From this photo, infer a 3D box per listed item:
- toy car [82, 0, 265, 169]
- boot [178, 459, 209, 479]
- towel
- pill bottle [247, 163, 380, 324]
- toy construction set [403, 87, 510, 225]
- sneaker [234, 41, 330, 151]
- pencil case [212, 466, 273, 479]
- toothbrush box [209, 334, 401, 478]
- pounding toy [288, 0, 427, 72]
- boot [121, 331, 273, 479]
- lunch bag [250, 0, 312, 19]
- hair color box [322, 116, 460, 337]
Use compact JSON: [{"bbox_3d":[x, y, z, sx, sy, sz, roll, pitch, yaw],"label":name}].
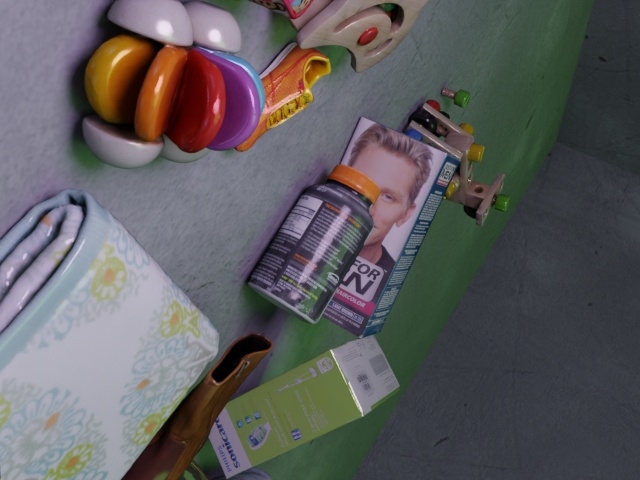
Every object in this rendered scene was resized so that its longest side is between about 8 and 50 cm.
[{"bbox_3d":[-0.122,-0.137,0.645,0.182,0.136,0.159,-19,133,-60],"label":"toy car"},{"bbox_3d":[-0.213,0.459,1.113,0.106,0.082,0.219,-91,168,-73],"label":"boot"},{"bbox_3d":[-0.284,0.171,0.696,0.374,0.090,0.320,-52,153,-17],"label":"towel"},{"bbox_3d":[0.000,0.000,1.100,0.245,0.130,0.130,-58,158,-10],"label":"pill bottle"},{"bbox_3d":[0.266,-0.131,1.402,0.309,0.237,0.257,-35,146,-49],"label":"toy construction set"},{"bbox_3d":[-0.050,-0.179,0.858,0.175,0.067,0.064,-54,159,-15],"label":"sneaker"},{"bbox_3d":[-0.182,0.507,1.323,0.273,0.124,0.113,36,57,-70],"label":"pencil case"},{"bbox_3d":[-0.030,0.284,1.202,0.283,0.122,0.206,-29,169,20],"label":"toothbrush box"},{"bbox_3d":[0.034,-0.320,0.878,0.269,0.154,0.154,-21,164,-47],"label":"pounding toy"},{"bbox_3d":[-0.191,0.268,0.908,0.280,0.096,0.264,-50,168,31],"label":"boot"},{"bbox_3d":[-0.048,-0.355,0.575,0.258,0.120,0.293,-64,158,3],"label":"lunch bag"},{"bbox_3d":[0.088,-0.022,1.215,0.105,0.174,0.347,2,113,-65],"label":"hair color box"}]
